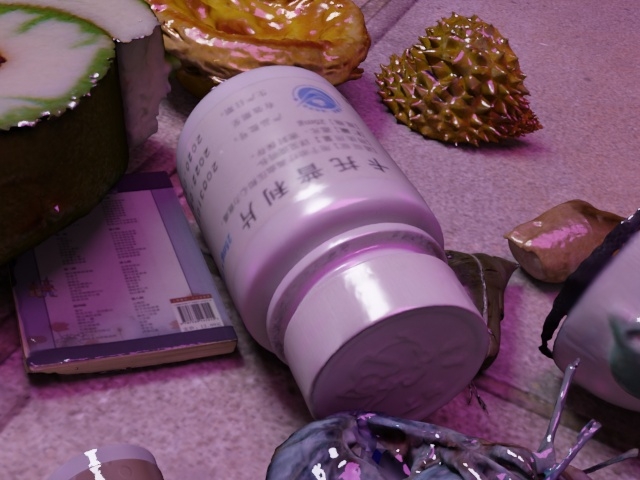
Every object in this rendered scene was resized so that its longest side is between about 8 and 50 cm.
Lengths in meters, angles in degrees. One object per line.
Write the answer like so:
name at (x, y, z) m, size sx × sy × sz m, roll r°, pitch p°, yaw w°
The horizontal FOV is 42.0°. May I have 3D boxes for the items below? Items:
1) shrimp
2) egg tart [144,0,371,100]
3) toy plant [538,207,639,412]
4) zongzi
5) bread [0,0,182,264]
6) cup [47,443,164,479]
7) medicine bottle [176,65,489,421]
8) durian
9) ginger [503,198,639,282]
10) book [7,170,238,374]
shrimp at (0.146, 0.174, 0.489) m, size 0.372 × 0.172 × 0.137 m, roll 11°, pitch 32°, yaw 7°
egg tart at (-0.086, -0.233, 0.967) m, size 0.295 × 0.116 × 0.294 m, roll 11°, pitch 38°, yaw -8°
toy plant at (0.351, 0.114, 0.591) m, size 0.247 × 0.247 × 0.332 m, roll -17°, pitch 51°, yaw -33°
zongzi at (0.154, 0.071, 0.717) m, size 0.130 × 0.062 × 0.154 m, roll 5°, pitch 44°, yaw -31°
bread at (-0.296, -0.112, 0.708) m, size 0.382 × 0.129 × 0.366 m, roll -20°, pitch 39°, yaw -26°
cup at (-0.125, 0.181, 0.470) m, size 0.102 × 0.074 × 0.099 m, roll -10°, pitch 44°, yaw -28°
medicine bottle at (0.000, 0.000, 0.659) m, size 0.170 × 0.170 × 0.293 m, roll -6°, pitch 43°, yaw -24°
durian at (0.161, -0.187, 1.012) m, size 0.132 × 0.165 × 0.182 m, roll 27°, pitch 38°, yaw -62°
ginger at (0.270, 0.010, 0.811) m, size 0.190 × 0.069 × 0.095 m, roll 13°, pitch 33°, yaw 0°
book at (-0.178, 0.019, 0.697) m, size 0.157 × 0.026 × 0.231 m, roll -5°, pitch 41°, yaw -25°
